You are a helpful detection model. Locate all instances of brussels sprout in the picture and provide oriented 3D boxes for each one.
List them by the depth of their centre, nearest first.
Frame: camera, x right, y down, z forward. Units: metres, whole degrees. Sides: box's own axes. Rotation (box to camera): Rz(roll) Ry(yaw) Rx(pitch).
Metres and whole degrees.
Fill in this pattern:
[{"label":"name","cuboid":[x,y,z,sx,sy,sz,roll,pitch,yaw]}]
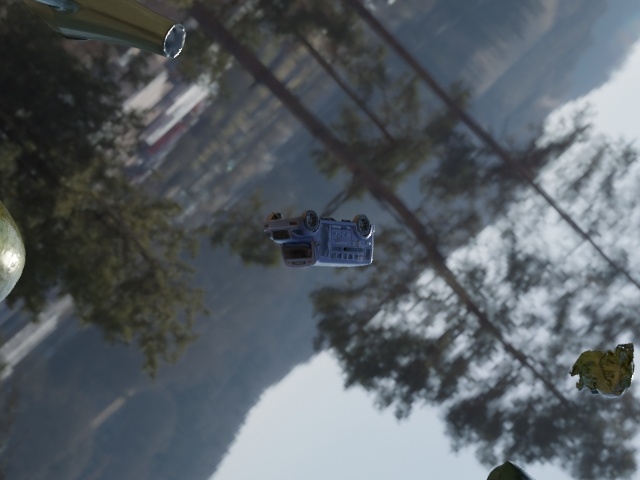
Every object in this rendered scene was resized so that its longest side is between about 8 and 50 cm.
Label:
[{"label":"brussels sprout","cuboid":[0.346,0.165,1.337,0.085,0.058,0.085,-10,158,-4]}]

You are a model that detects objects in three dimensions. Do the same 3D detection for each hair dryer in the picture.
[{"label":"hair dryer","cuboid":[-0.277,-0.268,1.257,0.267,0.229,0.092,-42,152,-80]}]

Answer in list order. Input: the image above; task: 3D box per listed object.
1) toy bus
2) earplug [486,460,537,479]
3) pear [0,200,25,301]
[{"label":"toy bus","cuboid":[0.000,0.000,1.493,0.073,0.076,0.167,-4,175,41]},{"label":"earplug","cuboid":[0.289,0.332,1.027,0.164,0.257,0.280,9,161,-30]},{"label":"pear","cuboid":[-0.517,0.013,1.336,0.269,0.269,0.321,-43,148,16]}]
